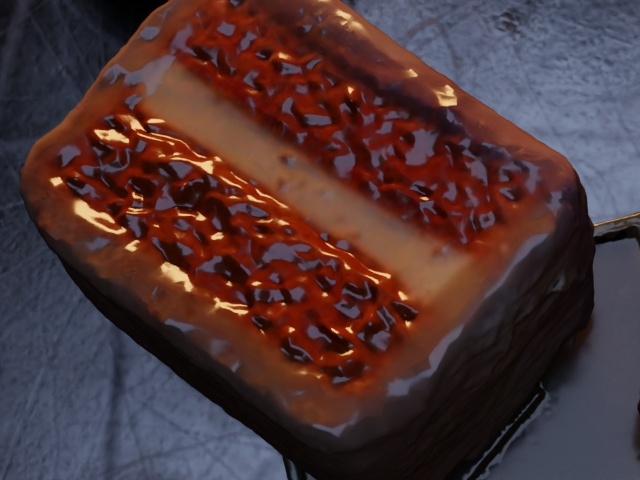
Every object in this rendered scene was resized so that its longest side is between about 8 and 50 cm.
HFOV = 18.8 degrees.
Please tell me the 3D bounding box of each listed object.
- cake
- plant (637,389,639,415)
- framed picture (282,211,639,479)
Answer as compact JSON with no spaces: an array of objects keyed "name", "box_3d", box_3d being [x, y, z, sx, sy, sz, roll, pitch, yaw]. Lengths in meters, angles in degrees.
[{"name":"cake","box_3d":[0.000,0.000,1.196,0.309,0.230,0.237,36,81,22]},{"name":"plant","box_3d":[0.290,0.098,1.182,0.164,0.142,0.256,-13,100,37]},{"name":"framed picture","box_3d":[0.107,0.110,1.282,0.281,0.019,0.209,-14,76,5]}]
